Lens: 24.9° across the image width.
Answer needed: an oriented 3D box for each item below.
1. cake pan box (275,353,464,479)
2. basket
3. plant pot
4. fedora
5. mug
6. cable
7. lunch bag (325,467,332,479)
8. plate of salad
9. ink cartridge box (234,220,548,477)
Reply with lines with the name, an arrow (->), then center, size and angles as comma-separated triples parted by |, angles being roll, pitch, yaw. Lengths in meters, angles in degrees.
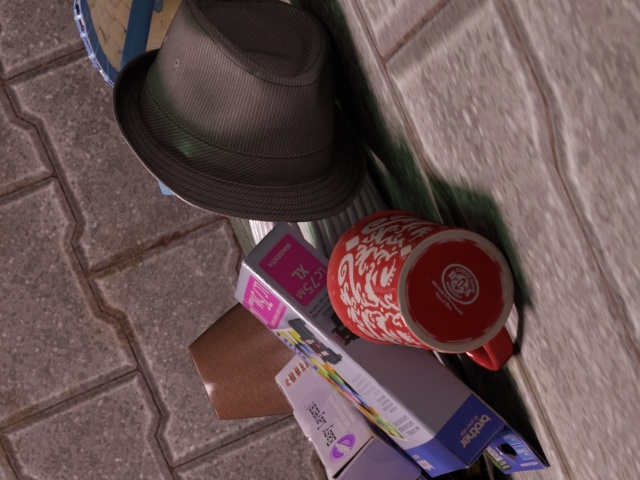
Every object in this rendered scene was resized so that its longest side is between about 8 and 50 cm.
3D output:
cake pan box -> 0.083, 0.239, 1.512 | 0.246, 0.070, 0.267 | 38, -175, -21
basket -> -0.171, -0.226, 1.623 | 0.255, 0.201, 0.289 | 80, -164, -65
plant pot -> -0.052, 0.148, 1.952 | 0.215, 0.230, 0.215 | 156, 90, -82
fedora -> -0.065, -0.146, 1.344 | 0.275, 0.243, 0.124 | -109, 30, -52
mug -> 0.097, 0.037, 1.133 | 0.169, 0.150, 0.113 | -174, 97, -77
cable -> 0.000, 0.000, 1.505 | 0.257, 0.089, 0.257 | 67, 162, 10
lunch bag -> 0.105, 0.384, 2.037 | 0.279, 0.108, 0.224 | 64, 168, 8
plate of salad -> 0.125, 0.179, 1.481 | 0.200, 0.048, 0.200 | 157, 90, -82
ink cartridge box -> 0.055, 0.120, 1.304 | 0.311, 0.065, 0.186 | 40, 168, 3
